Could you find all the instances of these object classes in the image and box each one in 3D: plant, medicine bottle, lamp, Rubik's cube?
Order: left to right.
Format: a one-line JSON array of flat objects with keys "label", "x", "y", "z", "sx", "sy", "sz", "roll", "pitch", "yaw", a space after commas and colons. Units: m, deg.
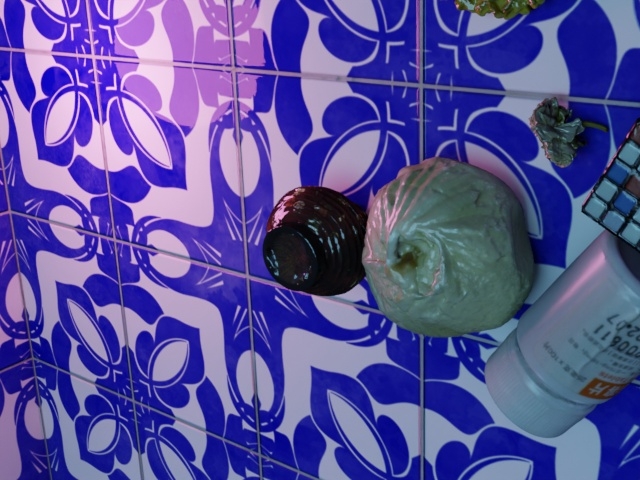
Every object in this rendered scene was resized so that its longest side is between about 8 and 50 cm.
[{"label": "lamp", "x": 0.000, "y": 0.000, "z": 1.898, "sx": 0.247, "sy": 0.247, "sz": 0.246, "roll": 16, "pitch": 116, "yaw": 36}, {"label": "plant", "x": 0.420, "y": -0.189, "z": 1.559, "sx": 0.122, "sy": 0.104, "sz": 0.116, "roll": -17, "pitch": 118, "yaw": 19}, {"label": "medicine bottle", "x": 0.458, "y": 0.161, "z": 1.572, "sx": 0.211, "sy": 0.211, "sz": 0.371, "roll": 47, "pitch": 131, "yaw": 17}, {"label": "Rubik's cube", "x": 0.549, "y": -0.084, "z": 1.420, "sx": 0.182, "sy": 0.187, "sz": 0.184, "roll": 41, "pitch": 126, "yaw": 23}]

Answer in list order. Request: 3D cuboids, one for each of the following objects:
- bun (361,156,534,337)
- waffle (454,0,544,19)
[{"label": "bun", "x": 0.218, "y": 0.030, "z": 1.719, "sx": 0.349, "sy": 0.227, "sz": 0.352, "roll": 55, "pitch": 134, "yaw": 8}, {"label": "waffle", "x": 0.294, "y": -0.501, "z": 1.568, "sx": 0.243, "sy": 0.059, "sz": 0.237, "roll": 22, "pitch": 119, "yaw": 34}]
